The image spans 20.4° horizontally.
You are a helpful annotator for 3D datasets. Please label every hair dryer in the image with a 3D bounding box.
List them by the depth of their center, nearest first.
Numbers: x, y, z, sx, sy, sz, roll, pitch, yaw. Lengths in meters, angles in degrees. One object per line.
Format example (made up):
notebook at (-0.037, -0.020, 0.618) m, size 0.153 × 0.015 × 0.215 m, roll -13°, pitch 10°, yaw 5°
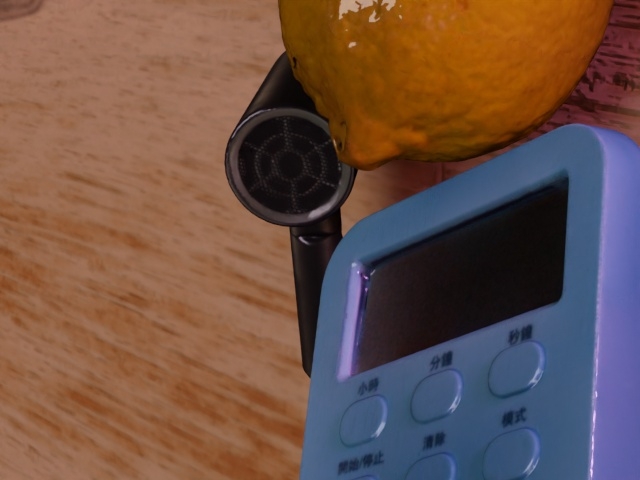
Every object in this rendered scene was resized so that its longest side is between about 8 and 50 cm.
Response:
hair dryer at (0.000, 0.000, 1.150) m, size 0.195 × 0.078 × 0.248 m, roll -68°, pitch -23°, yaw -66°

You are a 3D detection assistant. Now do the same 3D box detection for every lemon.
lemon at (0.072, -0.152, 0.995) m, size 0.188 × 0.188 × 0.257 m, roll 8°, pitch 72°, yaw 52°

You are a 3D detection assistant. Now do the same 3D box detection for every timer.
timer at (0.077, 0.076, 0.938) m, size 0.232 × 0.091 × 0.250 m, roll -27°, pitch 59°, yaw 46°
